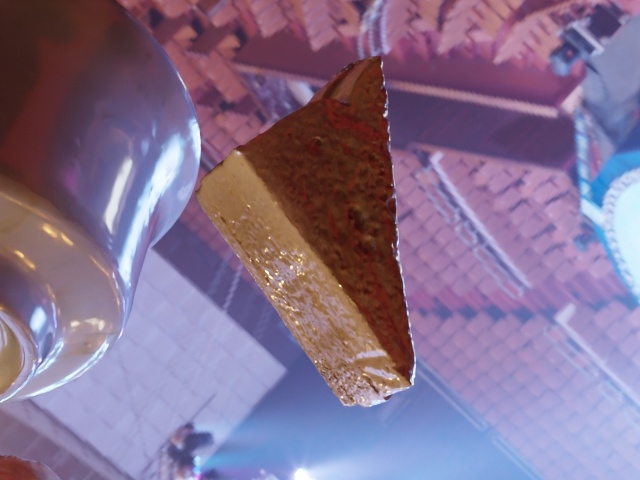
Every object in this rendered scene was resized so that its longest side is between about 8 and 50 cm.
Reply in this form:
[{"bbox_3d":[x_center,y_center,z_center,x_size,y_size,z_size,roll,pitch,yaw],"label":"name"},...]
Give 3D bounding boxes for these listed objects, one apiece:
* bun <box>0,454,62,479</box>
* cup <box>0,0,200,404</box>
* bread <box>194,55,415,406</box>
[{"bbox_3d":[-0.419,0.400,1.093,0.227,0.352,0.349,19,-169,21],"label":"bun"},{"bbox_3d":[-0.247,-0.004,0.599,0.347,0.347,0.163,44,-149,-43],"label":"cup"},{"bbox_3d":[0.019,-0.005,0.523,0.152,0.105,0.077,55,152,-4],"label":"bread"}]
